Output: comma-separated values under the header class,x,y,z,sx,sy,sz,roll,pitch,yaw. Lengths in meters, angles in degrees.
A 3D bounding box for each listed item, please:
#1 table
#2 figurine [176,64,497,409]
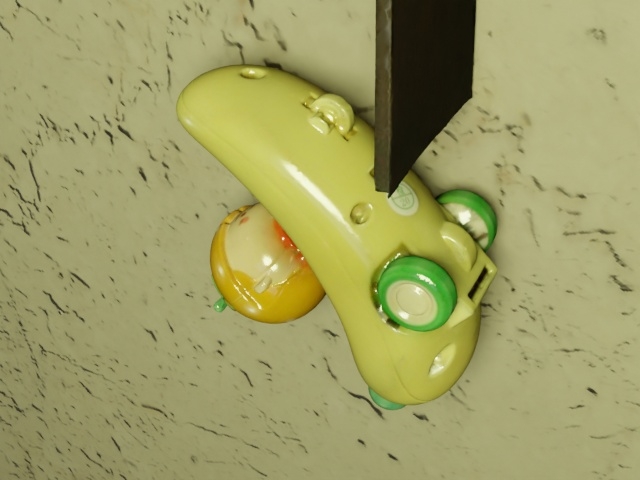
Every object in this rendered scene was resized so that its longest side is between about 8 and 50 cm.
class,x,y,z,sx,sy,sz,roll,pitch,yaw
table,0.173,-0.166,0.571,0.250,0.196,0.282,12,124,20
figurine,0.000,0.000,0.791,0.324,0.124,0.222,47,134,-7
